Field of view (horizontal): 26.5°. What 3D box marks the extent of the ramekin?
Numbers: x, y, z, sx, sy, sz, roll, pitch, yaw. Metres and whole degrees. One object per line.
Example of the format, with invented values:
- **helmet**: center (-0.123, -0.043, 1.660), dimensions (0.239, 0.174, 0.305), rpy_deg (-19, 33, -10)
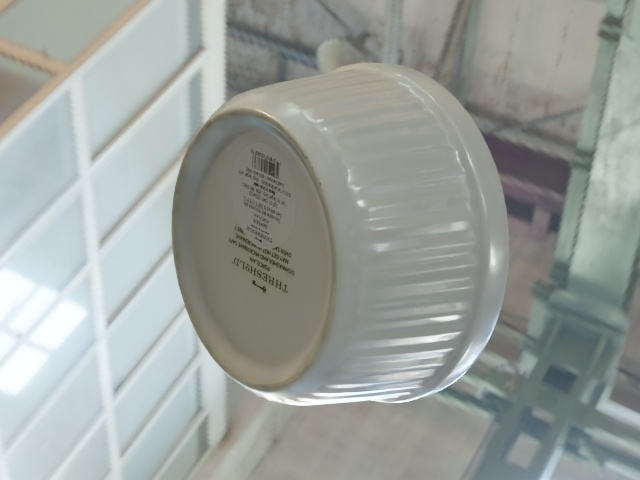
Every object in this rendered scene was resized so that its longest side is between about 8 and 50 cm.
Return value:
- **ramekin**: center (0.000, 0.000, 0.802), dimensions (0.207, 0.109, 0.207), rpy_deg (13, -74, 51)
